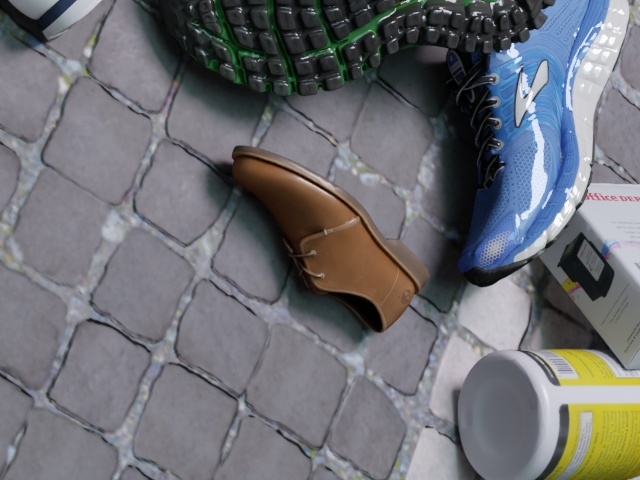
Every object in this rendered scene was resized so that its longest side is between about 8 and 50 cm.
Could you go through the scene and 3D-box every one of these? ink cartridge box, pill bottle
[{"bbox_3d":[0.291,0.031,1.702,0.127,0.072,0.175,1,40,-36],"label":"ink cartridge box"},{"bbox_3d":[0.235,0.156,1.660,0.208,0.119,0.119,3,79,-36],"label":"pill bottle"}]

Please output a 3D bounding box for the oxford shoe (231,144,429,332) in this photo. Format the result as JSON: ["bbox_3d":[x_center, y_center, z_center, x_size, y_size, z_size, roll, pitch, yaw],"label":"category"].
[{"bbox_3d":[0.000,0.000,1.549,0.212,0.076,0.076,41,70,-23],"label":"oxford shoe"}]

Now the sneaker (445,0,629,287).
[{"bbox_3d":[0.166,-0.111,1.680,0.147,0.130,0.330,24,63,-15],"label":"sneaker"}]

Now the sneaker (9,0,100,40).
[{"bbox_3d":[-0.169,-0.263,1.471,0.095,0.090,0.235,43,56,-11],"label":"sneaker"}]

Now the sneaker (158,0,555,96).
[{"bbox_3d":[0.022,-0.209,1.585,0.343,0.146,0.134,-7,114,-25],"label":"sneaker"}]
